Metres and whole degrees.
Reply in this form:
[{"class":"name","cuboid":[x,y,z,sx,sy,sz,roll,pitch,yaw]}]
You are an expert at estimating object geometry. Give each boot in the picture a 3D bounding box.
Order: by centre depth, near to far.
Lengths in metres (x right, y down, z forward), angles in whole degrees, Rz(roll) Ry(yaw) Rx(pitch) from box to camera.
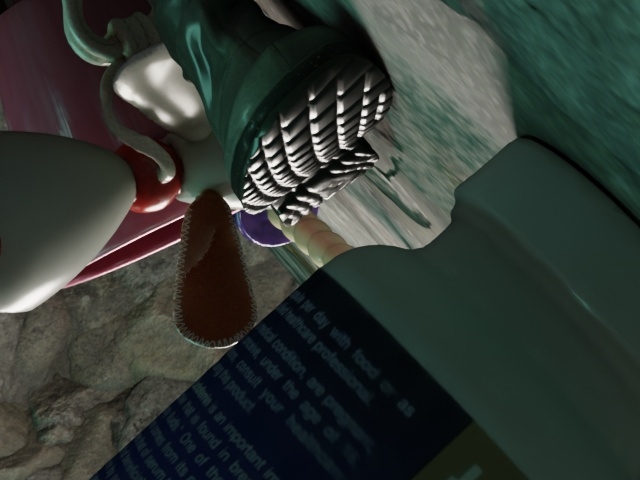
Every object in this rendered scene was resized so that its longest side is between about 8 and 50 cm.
[{"class":"boot","cuboid":[-0.047,-0.095,0.896,0.161,0.083,0.246,53,176,6]}]

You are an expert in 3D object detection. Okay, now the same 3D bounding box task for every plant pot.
[{"class":"plant pot","cuboid":[-0.134,-0.087,1.282,0.180,0.201,0.201,63,177,2]}]

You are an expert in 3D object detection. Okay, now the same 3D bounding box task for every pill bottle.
[{"class":"pill bottle","cuboid":[0.015,0.097,0.658,0.153,0.265,0.153,47,177,3]}]

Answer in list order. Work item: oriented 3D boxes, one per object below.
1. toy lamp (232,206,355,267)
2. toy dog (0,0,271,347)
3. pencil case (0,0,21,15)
[{"class":"toy lamp","cuboid":[0.000,0.000,1.442,0.080,0.080,0.275,50,175,-38]},{"class":"toy dog","cuboid":[-0.122,-0.028,1.030,0.161,0.334,0.220,3,128,55]},{"class":"pencil case","cuboid":[-0.336,-0.148,1.298,0.160,0.386,0.167,47,167,1]}]
